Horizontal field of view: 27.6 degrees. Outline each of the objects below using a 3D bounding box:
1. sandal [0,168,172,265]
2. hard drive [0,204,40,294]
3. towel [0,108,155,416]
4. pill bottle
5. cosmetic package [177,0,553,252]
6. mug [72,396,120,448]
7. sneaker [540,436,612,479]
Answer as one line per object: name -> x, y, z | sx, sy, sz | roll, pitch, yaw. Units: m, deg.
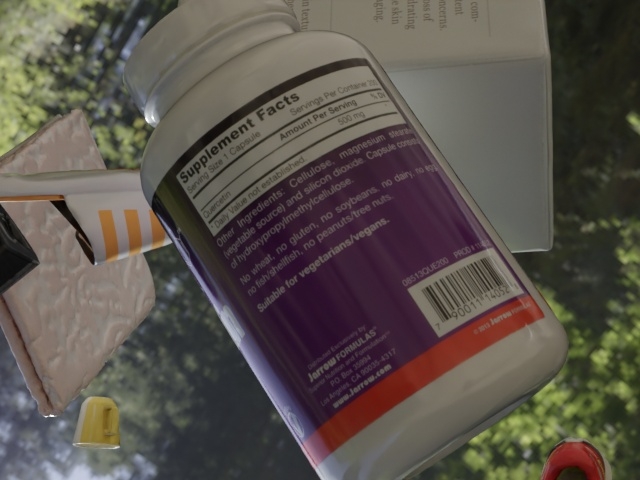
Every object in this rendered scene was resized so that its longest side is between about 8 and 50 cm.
sandal -> -0.197, -0.018, 1.043 | 0.265, 0.076, 0.102 | -3, -175, -14
hard drive -> -0.416, -0.017, 1.301 | 0.254, 0.172, 0.054 | 44, 166, 26
towel -> -0.345, 0.021, 1.732 | 0.332, 0.053, 0.317 | -56, -51, -61
pill bottle -> 0.004, -0.007, 0.851 | 0.323, 0.181, 0.181 | 57, -152, 14
cosmetic package -> 0.061, -0.196, 1.503 | 0.393, 0.327, 0.329 | -3, -129, 9
mug -> -0.289, 0.242, 1.736 | 0.062, 0.078, 0.064 | 34, -126, -61
sneaker -> 0.273, 0.365, 1.494 | 0.107, 0.279, 0.118 | 2, 174, 16
